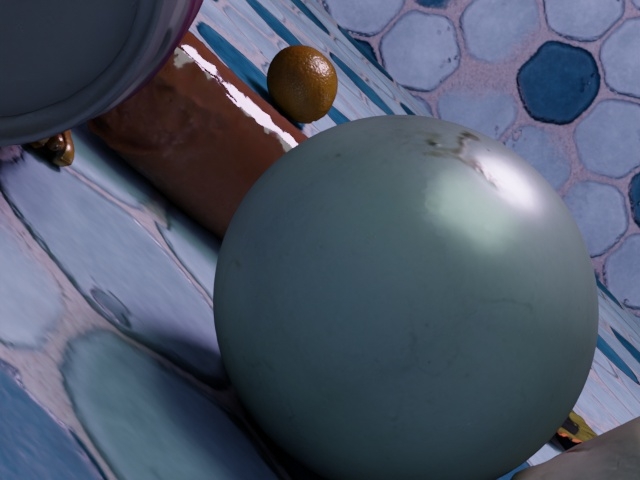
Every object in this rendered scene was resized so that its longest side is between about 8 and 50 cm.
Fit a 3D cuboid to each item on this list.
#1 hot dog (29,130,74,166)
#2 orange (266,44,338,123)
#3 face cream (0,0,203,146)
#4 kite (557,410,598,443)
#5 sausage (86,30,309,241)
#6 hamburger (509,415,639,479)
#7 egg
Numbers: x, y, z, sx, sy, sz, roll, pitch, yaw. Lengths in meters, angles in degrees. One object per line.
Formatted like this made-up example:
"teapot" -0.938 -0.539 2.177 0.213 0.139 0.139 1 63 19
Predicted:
"hot dog" -0.152 -0.069 0.890 0.037 0.021 0.083 39 12 -37
"orange" -0.019 -0.165 1.693 0.085 0.085 0.085 43 10 -9
"face cream" -0.142 -0.142 0.775 0.175 0.175 0.195 43 10 -10
"kite" 0.155 0.091 1.528 0.377 0.013 0.327 41 10 -11
"sausage" 0.000 0.000 1.039 0.419 0.094 0.094 41 -19 -21
"hamburger" 0.197 0.223 0.774 0.295 0.151 0.227 55 17 12
"egg" 0.047 0.037 0.800 0.183 0.183 0.264 49 4 22
